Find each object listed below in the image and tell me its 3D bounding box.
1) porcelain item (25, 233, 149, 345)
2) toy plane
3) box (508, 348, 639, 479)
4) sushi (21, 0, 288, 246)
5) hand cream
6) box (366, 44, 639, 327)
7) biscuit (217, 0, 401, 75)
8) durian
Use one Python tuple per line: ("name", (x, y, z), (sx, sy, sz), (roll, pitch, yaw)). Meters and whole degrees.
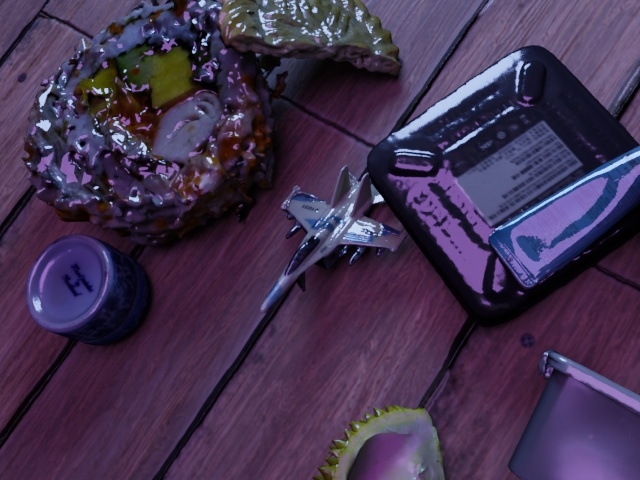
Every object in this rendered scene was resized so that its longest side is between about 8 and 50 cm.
("porcelain item", (-0.334, 0.073, 1.112), (0.147, 0.114, 0.147), (-7, 70, 19))
("toy plane", (0.002, 0.007, 1.021), (0.192, 0.088, 0.262), (23, 66, 28))
("box", (0.321, 0.230, 0.798), (0.243, 0.163, 0.135), (28, 91, 25))
("sushi", (-0.240, -0.193, 1.140), (0.418, 0.176, 0.417), (-7, 68, 17))
("hand cream", (0.305, -0.035, 0.877), (0.224, 0.048, 0.083), (-34, 69, 5))
("box", (0.241, -0.076, 0.958), (0.290, 0.073, 0.289), (-34, 70, -1))
("biscuit", (-0.020, -0.323, 1.096), (0.274, 0.036, 0.187), (0, 54, -25))
("durian", (0.066, 0.353, 0.848), (0.169, 0.158, 0.351), (-4, 66, 6))
